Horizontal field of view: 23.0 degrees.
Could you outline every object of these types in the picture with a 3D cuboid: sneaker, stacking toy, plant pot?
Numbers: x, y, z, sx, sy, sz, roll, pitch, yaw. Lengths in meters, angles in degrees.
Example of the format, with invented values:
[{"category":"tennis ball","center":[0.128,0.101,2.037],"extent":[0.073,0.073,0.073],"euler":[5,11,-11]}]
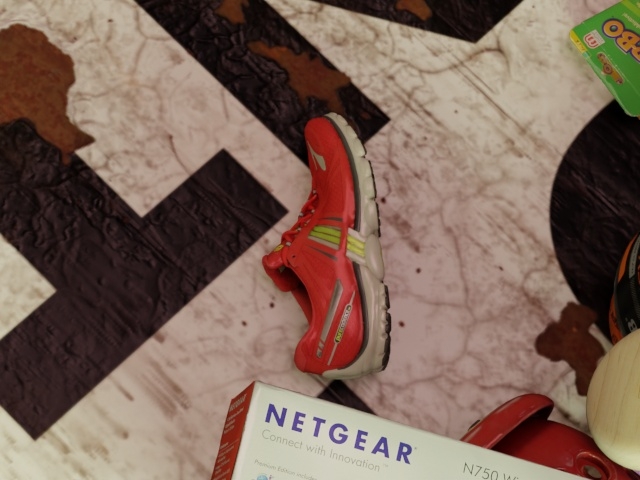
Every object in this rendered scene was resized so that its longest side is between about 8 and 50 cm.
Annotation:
[{"category":"sneaker","center":[0.000,0.000,1.541],"extent":[0.118,0.107,0.279],"euler":[-5,67,-4]},{"category":"stacking toy","center":[0.385,0.207,1.454],"extent":[0.330,0.141,0.141],"euler":[39,59,-38]},{"category":"plant pot","center":[0.193,0.251,1.435],"extent":[0.191,0.191,0.174],"euler":[-37,70,-22]}]

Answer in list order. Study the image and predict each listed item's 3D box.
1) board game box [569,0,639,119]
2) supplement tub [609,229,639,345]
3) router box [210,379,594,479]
[{"category":"board game box","center":[0.403,-0.233,1.751],"extent":[0.259,0.039,0.124],"euler":[-29,76,-23]},{"category":"supplement tub","center":[0.406,0.031,1.478],"extent":[0.207,0.338,0.207],"euler":[4,68,-9]},{"category":"router box","center":[0.058,0.301,1.218],"extent":[0.335,0.082,0.301],"euler":[17,70,-12]}]
